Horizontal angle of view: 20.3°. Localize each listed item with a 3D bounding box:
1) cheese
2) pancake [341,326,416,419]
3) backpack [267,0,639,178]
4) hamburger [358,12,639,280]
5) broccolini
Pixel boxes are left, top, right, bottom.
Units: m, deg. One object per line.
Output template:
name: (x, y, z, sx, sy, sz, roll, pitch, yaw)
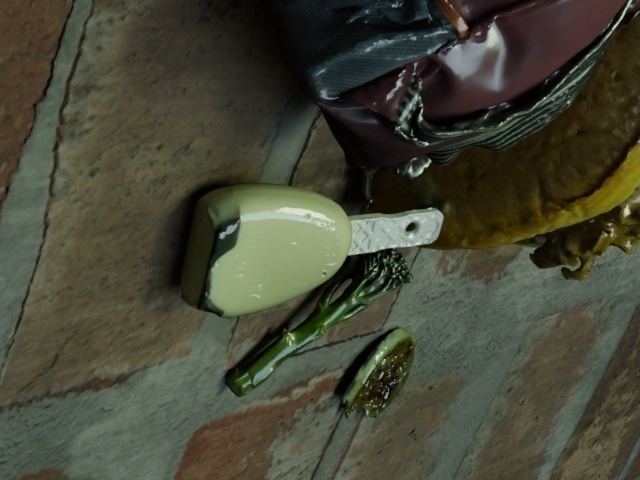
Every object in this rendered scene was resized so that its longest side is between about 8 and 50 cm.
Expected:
cheese: (0.000, 0.000, 1.579, 0.252, 0.054, 0.127, -7, 130, -30)
pancake: (0.066, 0.148, 1.968, 0.116, 0.023, 0.129, -59, 157, 10)
backpack: (0.134, -0.179, 1.422, 0.317, 0.197, 0.283, -24, 169, 3)
hamburger: (0.263, -0.141, 1.676, 0.268, 0.287, 0.445, 0, 124, -59)
broccolini: (-0.006, 0.072, 1.745, 0.216, 0.067, 0.058, -34, 144, -17)
